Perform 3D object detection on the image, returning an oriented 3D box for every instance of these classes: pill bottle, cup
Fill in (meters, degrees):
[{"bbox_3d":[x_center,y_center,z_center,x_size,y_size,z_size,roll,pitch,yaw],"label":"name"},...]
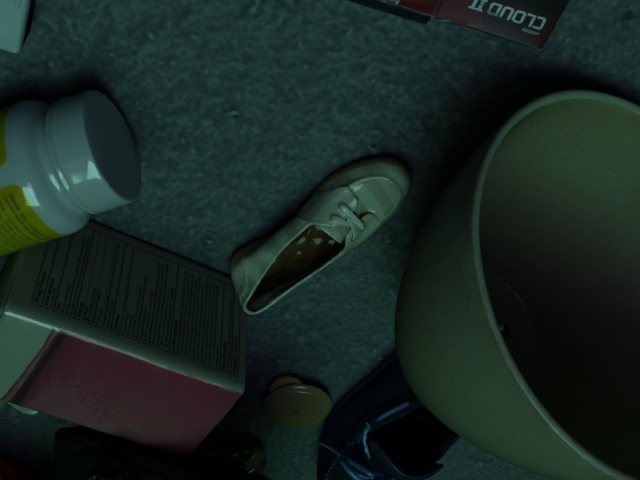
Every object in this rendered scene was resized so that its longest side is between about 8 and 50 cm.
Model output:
[{"bbox_3d":[-0.269,-0.049,0.764,0.208,0.119,0.119,-16,131,11],"label":"pill bottle"},{"bbox_3d":[0.199,0.066,0.801,0.331,0.331,0.237,22,152,-21],"label":"cup"}]

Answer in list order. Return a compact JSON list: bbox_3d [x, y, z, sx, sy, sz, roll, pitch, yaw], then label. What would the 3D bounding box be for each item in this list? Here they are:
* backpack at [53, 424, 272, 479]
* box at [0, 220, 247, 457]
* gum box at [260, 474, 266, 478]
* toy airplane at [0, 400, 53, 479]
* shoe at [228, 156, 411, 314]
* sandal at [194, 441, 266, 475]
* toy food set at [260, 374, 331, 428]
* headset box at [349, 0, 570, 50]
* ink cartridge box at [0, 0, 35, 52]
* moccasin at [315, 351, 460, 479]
[{"bbox_3d":[-0.173,0.397,0.930,0.290,0.355,0.273,16,173,12],"label":"backpack"},{"bbox_3d":[-0.200,0.090,0.871,0.232,0.149,0.127,24,126,-21],"label":"box"},{"bbox_3d":[-0.088,0.388,1.116,0.062,0.188,0.107,-25,128,18],"label":"gum box"},{"bbox_3d":[-0.472,0.293,0.955,0.386,0.272,0.384,-25,152,-25],"label":"toy airplane"},{"bbox_3d":[0.000,0.000,0.863,0.219,0.058,0.076,-35,125,25],"label":"shoe"},{"bbox_3d":[-0.157,0.285,1.117,0.180,0.049,0.072,-17,125,-4],"label":"sandal"},{"bbox_3d":[-0.029,0.193,1.059,0.083,0.020,0.082,17,129,-18],"label":"toy food set"},{"bbox_3d":[0.096,-0.275,0.591,0.218,0.110,0.293,13,129,-14],"label":"headset box"},{"bbox_3d":[-0.298,-0.263,0.621,0.224,0.045,0.223,16,128,-16],"label":"ink cartridge box"},{"bbox_3d":[0.084,0.221,1.026,0.137,0.117,0.342,15,129,-16],"label":"moccasin"}]
